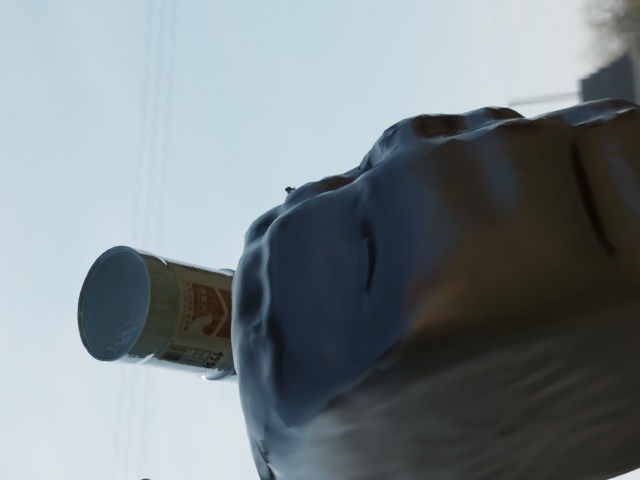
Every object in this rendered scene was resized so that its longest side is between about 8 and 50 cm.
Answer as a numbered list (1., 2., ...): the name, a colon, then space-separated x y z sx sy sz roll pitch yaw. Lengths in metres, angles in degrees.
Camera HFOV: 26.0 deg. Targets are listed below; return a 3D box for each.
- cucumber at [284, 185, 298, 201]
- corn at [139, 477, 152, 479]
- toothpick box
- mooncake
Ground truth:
1. cucumber: 0.000 0.000 1.048 0.184 0.036 0.033 -116 11 -66
2. corn: -0.147 0.252 0.889 0.211 0.087 0.087 -54 -27 -12
3. toothpick box: -0.119 0.067 1.196 0.153 0.101 0.101 15 -111 -45
4. mooncake: 0.089 0.037 0.703 0.283 0.283 0.141 58 -166 -61
